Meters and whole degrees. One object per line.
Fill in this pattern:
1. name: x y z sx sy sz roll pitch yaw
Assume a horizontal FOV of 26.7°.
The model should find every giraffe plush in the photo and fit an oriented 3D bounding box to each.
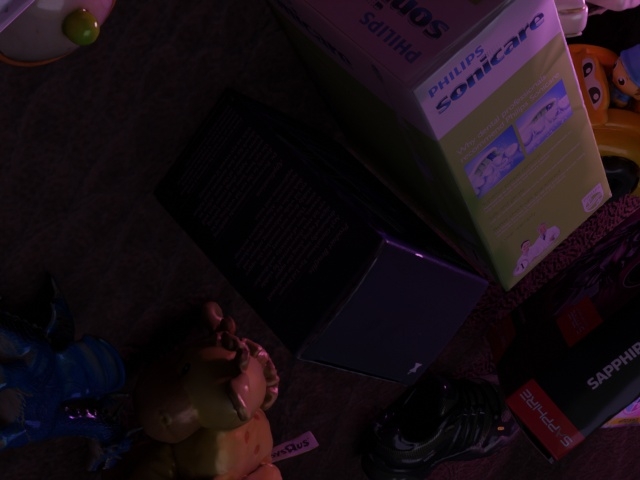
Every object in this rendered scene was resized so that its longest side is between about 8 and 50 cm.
1. giraffe plush: -0.094 0.158 1.147 0.210 0.181 0.170 -33 137 -31

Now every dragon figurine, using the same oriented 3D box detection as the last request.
1. dragon figurine: -0.205 0.089 1.014 0.144 0.085 0.289 -27 146 -28

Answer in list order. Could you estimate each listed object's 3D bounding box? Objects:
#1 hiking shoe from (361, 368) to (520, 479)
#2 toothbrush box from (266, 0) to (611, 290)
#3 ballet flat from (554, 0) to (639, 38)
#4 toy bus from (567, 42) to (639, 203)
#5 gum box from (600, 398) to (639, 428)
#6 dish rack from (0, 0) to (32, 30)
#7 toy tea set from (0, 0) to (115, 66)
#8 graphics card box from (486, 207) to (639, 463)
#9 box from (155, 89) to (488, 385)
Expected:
1. hiking shoe: 0.150 0.190 1.485 0.227 0.086 0.114 -26 144 -24
2. toothbrush box: 0.083 -0.121 0.996 0.122 0.206 0.283 -42 145 -4
3. ballet flat: 0.219 -0.216 1.154 0.241 0.077 0.091 -29 143 -22
4. toy bus: 0.312 -0.131 1.189 0.220 0.149 0.211 7 149 -26
5. gum box: 0.386 0.182 1.741 0.188 0.062 0.107 5 121 -48
6. dish rack: -0.279 -0.171 0.594 0.285 0.072 0.333 -44 126 -5
7. toy tea set: -0.247 -0.100 0.728 0.336 0.124 0.200 -46 154 1
8. graphics card box: 0.340 0.045 1.372 0.371 0.094 0.233 -39 -172 11
9. box: 0.000 0.000 1.030 0.108 0.207 0.153 -54 145 12
